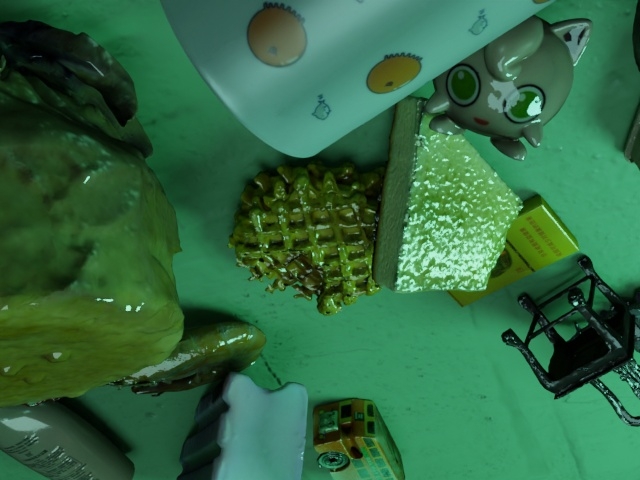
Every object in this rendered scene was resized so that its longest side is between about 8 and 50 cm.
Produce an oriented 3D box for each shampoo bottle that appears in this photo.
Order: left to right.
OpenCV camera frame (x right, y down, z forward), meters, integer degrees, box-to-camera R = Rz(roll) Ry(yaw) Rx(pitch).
[{"bbox_3d":[-0.372,0.271,1.209,0.127,0.078,0.257,-23,130,28],"label":"shampoo bottle"}]

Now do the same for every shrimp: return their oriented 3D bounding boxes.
[{"bbox_3d":[-0.180,0.154,1.085,0.236,0.053,0.133,-14,157,-16],"label":"shrimp"}]

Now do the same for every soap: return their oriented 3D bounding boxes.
[{"bbox_3d":[-0.114,0.296,1.148,0.109,0.192,0.324,12,159,-14],"label":"soap"}]

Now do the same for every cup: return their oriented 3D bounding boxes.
[{"bbox_3d":[0.065,-0.227,0.653,0.317,0.212,0.212,-28,125,24],"label":"cup"}]

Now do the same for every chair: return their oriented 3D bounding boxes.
[{"bbox_3d":[0.326,0.142,1.004,0.229,0.113,0.106,48,123,-5],"label":"chair"}]

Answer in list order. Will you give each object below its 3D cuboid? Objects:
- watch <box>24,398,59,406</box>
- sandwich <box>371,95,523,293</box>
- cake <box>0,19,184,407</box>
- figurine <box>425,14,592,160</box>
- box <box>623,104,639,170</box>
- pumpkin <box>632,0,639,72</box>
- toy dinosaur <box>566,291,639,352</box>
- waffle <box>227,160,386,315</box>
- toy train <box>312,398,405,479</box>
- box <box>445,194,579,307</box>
[{"bbox_3d":[-0.320,0.081,1.038,0.165,0.102,0.268,24,120,-28],"label":"watch"},{"bbox_3d":[0.139,-0.044,0.896,0.163,0.058,0.192,0,103,-29],"label":"sandwich"},{"bbox_3d":[-0.300,-0.028,0.811,0.333,0.320,0.332,-11,160,-4],"label":"cake"},{"bbox_3d":[0.160,-0.147,0.781,0.125,0.125,0.138,12,121,-9],"label":"figurine"},{"bbox_3d":[0.355,-0.107,0.850,0.089,0.062,0.122,4,133,-1],"label":"box"},{"bbox_3d":[0.361,-0.196,0.624,0.258,0.291,0.327,4,124,10],"label":"pumpkin"},{"bbox_3d":[0.390,0.094,1.047,0.209,0.039,0.082,-12,131,15],"label":"toy dinosaur"},{"bbox_3d":[0.000,0.000,0.955,0.193,0.070,0.197,14,131,-11],"label":"waffle"},{"bbox_3d":[0.055,0.298,1.225,0.099,0.072,0.188,-19,129,11],"label":"toy train"},{"bbox_3d":[0.201,0.015,0.994,0.155,0.023,0.087,-30,127,26],"label":"box"}]
